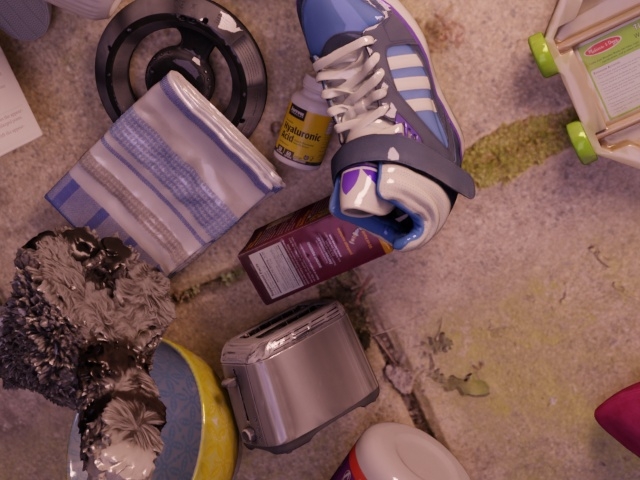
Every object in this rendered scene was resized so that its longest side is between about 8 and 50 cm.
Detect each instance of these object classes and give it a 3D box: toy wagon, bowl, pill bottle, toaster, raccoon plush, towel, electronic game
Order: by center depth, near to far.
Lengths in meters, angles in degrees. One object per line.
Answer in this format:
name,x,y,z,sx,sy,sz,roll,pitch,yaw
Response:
toy wagon,0.384,-0.254,1.290,0.267,0.068,0.344,-24,103,16
raccoon plush,-0.351,0.190,1.389,0.216,0.446,0.299,27,123,-23
pill bottle,-0.014,-0.153,1.393,0.065,0.065,0.116,20,110,2
electronic game,-0.180,-0.207,1.411,0.229,0.048,0.229,5,117,10
towel,-0.209,-0.067,1.443,0.285,0.034,0.209,-38,104,28
toaster,-0.024,0.171,1.446,0.129,0.227,0.146,-5,108,57
bowl,-0.203,0.287,1.511,0.156,0.289,0.289,21,119,-45
pill bottle,0.061,0.420,1.515,0.181,0.181,0.323,31,111,-2

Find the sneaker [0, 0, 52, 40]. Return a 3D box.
sneaker,-0.411,-0.376,1.374,0.094,0.091,0.258,-17,126,10

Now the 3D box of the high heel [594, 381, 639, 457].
high heel,0.538,0.320,1.465,0.181,0.127,0.377,-24,110,46

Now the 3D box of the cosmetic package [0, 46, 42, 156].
cosmetic package,-0.486,-0.176,1.393,0.151,0.151,0.183,-11,109,41

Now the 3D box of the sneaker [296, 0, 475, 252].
sneaker,0.056,-0.139,1.266,0.130,0.236,0.323,-19,118,32

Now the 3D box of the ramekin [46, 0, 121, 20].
ramekin,-0.262,-0.359,1.294,0.109,0.207,0.207,28,111,-10

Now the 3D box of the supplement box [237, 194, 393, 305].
supplement box,0.000,0.000,1.422,0.188,0.104,0.081,-24,104,17
